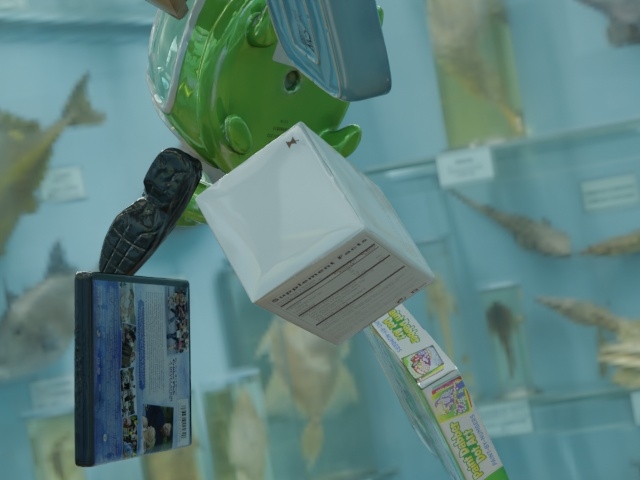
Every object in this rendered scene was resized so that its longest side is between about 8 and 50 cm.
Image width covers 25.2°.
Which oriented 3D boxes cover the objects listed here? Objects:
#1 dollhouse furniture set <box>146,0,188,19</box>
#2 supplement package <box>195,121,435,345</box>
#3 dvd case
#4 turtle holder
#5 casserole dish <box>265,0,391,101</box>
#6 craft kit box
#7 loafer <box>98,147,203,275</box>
[{"bbox_3d":[-0.174,-0.431,1.355,0.362,0.256,0.394,31,-10,15],"label":"dollhouse furniture set"},{"bbox_3d":[0.000,0.000,1.129,0.105,0.105,0.179,-34,-25,10],"label":"supplement package"},{"bbox_3d":[-0.183,0.125,1.428,0.022,0.180,0.253,-3,-4,16],"label":"dvd case"},{"bbox_3d":[-0.085,-0.181,1.672,0.243,0.320,0.227,-27,39,-35],"label":"turtle holder"},{"bbox_3d":[-0.005,-0.170,0.988,0.037,0.188,0.114,-33,48,-15],"label":"casserole dish"},{"bbox_3d":[0.139,0.199,1.785,0.061,0.250,0.246,-29,33,-3],"label":"craft kit box"},{"bbox_3d":[-0.183,-0.022,1.588,0.170,0.062,0.061,-54,-23,9],"label":"loafer"}]
